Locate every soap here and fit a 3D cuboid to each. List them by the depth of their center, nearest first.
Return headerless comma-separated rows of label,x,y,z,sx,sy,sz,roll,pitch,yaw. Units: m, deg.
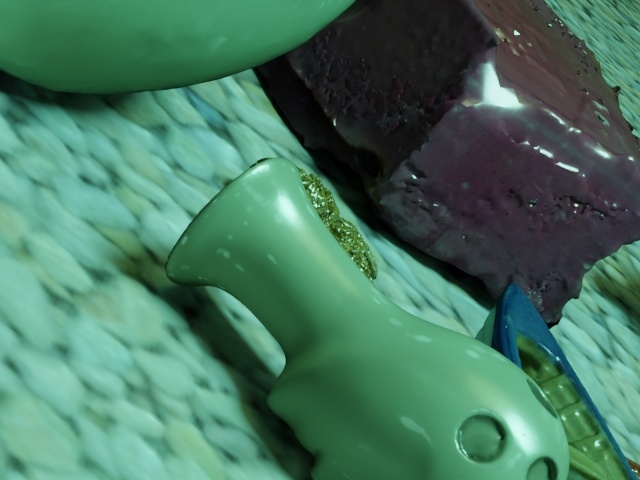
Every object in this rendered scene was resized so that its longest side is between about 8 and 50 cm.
soap,0.061,-0.095,1.035,0.182,0.112,0.289,38,17,-22

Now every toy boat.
toy boat,0.097,0.097,0.770,0.080,0.046,0.229,30,21,-31

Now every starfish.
starfish,0.000,0.000,0.819,0.091,0.028,0.078,54,18,17

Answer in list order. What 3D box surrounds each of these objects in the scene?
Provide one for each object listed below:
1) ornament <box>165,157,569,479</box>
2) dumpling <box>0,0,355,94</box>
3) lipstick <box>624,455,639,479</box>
ornament,0.017,0.048,0.682,0.156,0.081,0.075,47,-24,15
dumpling,-0.051,-0.194,0.758,0.321,0.212,0.270,4,83,-61
lipstick,0.165,0.121,0.893,0.107,0.025,0.025,31,19,-15
